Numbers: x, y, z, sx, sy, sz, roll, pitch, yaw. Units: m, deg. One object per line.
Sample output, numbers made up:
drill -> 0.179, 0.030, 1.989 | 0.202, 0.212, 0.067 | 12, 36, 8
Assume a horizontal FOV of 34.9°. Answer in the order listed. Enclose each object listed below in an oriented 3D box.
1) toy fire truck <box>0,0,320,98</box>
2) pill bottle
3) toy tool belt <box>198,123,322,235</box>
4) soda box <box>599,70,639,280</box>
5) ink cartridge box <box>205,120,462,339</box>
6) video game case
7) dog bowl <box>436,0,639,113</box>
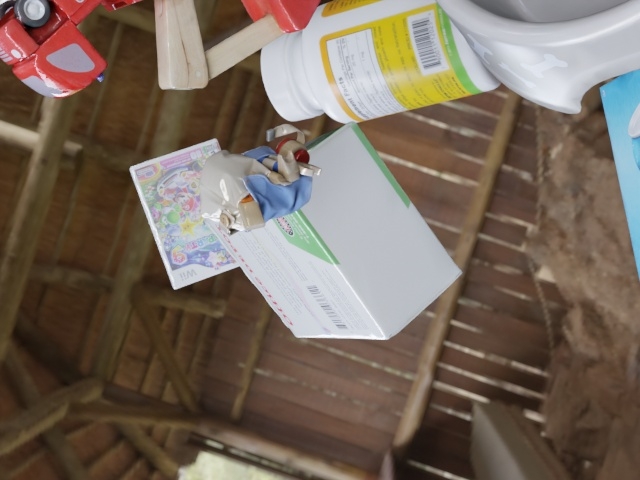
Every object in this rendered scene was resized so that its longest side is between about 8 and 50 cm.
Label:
toy fire truck -> -0.097, -0.142, 0.634 | 0.192, 0.135, 0.047 | -51, 28, -19
pill bottle -> 0.065, -0.205, 1.110 | 0.136, 0.246, 0.136 | 32, -127, -56
toy tool belt -> -0.026, -0.031, 0.585 | 0.083, 0.051, 0.052 | -29, -44, -38
soda box -> 0.286, -0.035, 0.803 | 0.071, 0.067, 0.210 | 149, 112, -71
ink cartridge box -> 0.000, 0.000, 0.871 | 0.093, 0.154, 0.212 | -40, 10, -21
video game case -> -0.117, -0.025, 0.957 | 0.011, 0.087, 0.122 | 155, 95, -77
dog bowl -> 0.214, -0.269, 0.733 | 0.102, 0.349, 0.348 | 20, -91, -46
